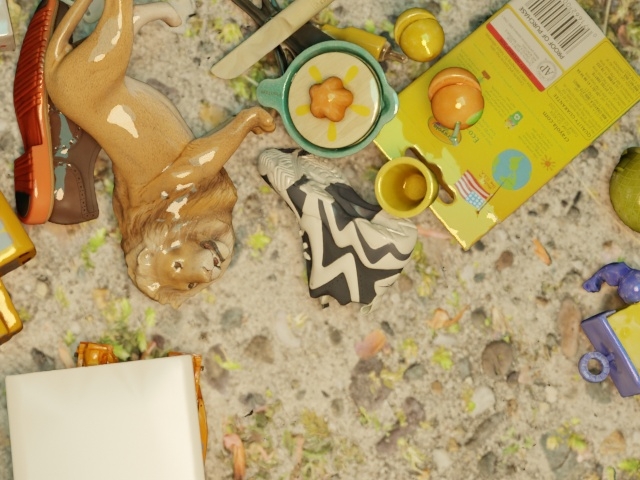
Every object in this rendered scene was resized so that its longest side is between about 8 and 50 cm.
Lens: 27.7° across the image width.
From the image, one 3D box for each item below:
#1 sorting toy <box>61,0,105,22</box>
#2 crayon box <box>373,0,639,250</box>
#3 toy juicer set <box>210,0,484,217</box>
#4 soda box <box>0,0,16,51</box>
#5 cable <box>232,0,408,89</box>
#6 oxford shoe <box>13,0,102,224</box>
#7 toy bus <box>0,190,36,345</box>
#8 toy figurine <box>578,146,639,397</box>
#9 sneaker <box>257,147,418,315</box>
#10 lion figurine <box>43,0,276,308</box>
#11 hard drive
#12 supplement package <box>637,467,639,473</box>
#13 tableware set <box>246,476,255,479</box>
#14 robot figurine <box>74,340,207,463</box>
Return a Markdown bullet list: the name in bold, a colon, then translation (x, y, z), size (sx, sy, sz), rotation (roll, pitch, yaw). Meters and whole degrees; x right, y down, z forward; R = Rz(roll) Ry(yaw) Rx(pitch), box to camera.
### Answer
- **sorting toy**: translation (-0.274, -0.305, 1.561), size (0.083, 0.045, 0.075), rotation (38, 98, -3)
- **crayon box**: translation (0.221, -0.157, 1.599), size (0.318, 0.081, 0.202), rotation (-40, 90, -12)
- **toy juicer set**: translation (0.036, -0.193, 1.486), size (0.329, 0.089, 0.209), rotation (37, 104, 16)
- **soda box**: translation (-0.415, -0.328, 1.520), size (0.074, 0.069, 0.216), rotation (-12, 86, -11)
- **cable**: translation (-0.040, -0.251, 1.596), size (0.287, 0.072, 0.139), rotation (38, 96, 9)
- **oxford shoe**: translation (-0.301, -0.151, 1.518), size (0.098, 0.097, 0.271), rotation (3, 86, -29)
- **toy bus**: translation (-0.427, -0.038, 1.463), size (0.130, 0.108, 0.332), rotation (-31, 88, -13)
- **toy figurine**: translation (0.394, 0.083, 1.552), size (0.217, 0.191, 0.362), rotation (-29, 87, -7)
- **sneaker**: translation (0.000, 0.000, 1.539), size (0.235, 0.094, 0.153), rotation (32, 121, 24)
- **lion figurine**: translation (-0.204, -0.130, 1.464), size (0.240, 0.142, 0.392), rotation (-41, 106, -9)
- **hard drive**: translation (-0.223, 0.288, 1.399), size (0.203, 0.040, 0.307), rotation (-6, 82, -5)
- **supplement package**: translation (0.553, 0.284, 1.538), size (0.262, 0.204, 0.145), rotation (-24, 88, -11)
- **tableware set**: translation (-0.095, 0.354, 1.473), size (0.141, 0.020, 0.168), rotation (-44, 128, -14)
- **robot figurine**: translation (-0.223, 0.266, 1.470), size (0.211, 0.085, 0.291), rotation (6, 82, -8)
